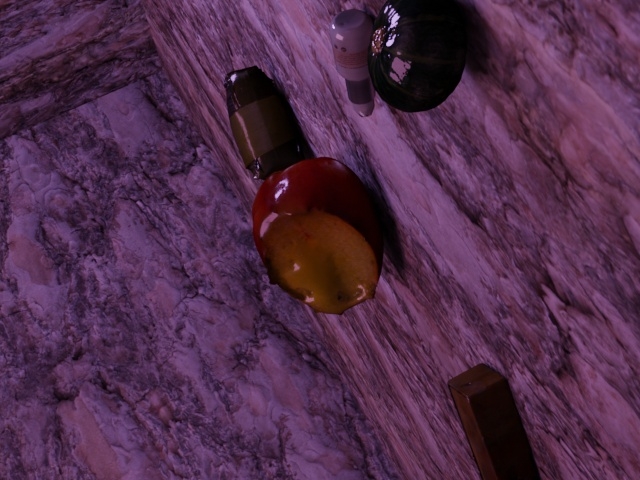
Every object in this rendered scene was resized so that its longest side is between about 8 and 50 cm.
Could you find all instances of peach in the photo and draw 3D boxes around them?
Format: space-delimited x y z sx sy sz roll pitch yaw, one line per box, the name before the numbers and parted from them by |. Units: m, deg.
peach | 0.000 0.000 2.059 0.281 0.281 0.339 179 74 -78

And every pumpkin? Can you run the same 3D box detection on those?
pumpkin | 0.128 -0.249 1.288 0.125 0.167 0.167 21 -176 -20

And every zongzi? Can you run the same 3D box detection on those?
zongzi | -0.147 -0.278 2.490 0.317 0.154 0.290 134 118 -84

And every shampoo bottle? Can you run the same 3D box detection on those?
shampoo bottle | 0.062 -0.294 1.647 0.074 0.074 0.192 55 168 38

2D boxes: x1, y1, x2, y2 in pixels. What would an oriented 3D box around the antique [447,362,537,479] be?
antique | 0.339 0.390 1.861 0.310 0.087 0.093 69 167 -19
